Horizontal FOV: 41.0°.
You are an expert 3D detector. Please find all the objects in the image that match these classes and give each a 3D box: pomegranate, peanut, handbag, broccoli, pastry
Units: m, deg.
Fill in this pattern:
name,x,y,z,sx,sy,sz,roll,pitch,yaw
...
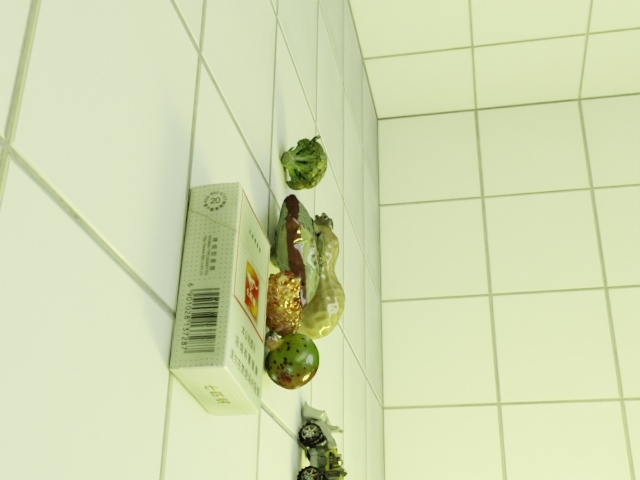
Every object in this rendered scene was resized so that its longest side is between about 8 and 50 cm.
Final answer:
name,x,y,z,sx,sy,sz,roll,pitch,yaw
pomegranate,-0.066,0.253,1.809,0.130,0.130,0.130,-4,90,-80
peanut,-0.004,0.100,2.117,0.120,0.136,0.298,-27,-122,52
handbag,-0.052,0.020,1.927,0.235,0.127,0.213,-99,178,-73
broccoli,-0.041,-0.189,2.119,0.120,0.131,0.130,9,75,-37
pastry,-0.083,0.127,1.823,0.063,0.087,0.169,-109,-160,-54

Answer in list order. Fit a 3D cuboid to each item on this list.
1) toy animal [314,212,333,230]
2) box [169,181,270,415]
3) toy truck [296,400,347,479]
name,x,y,z,sx,sy,sz,roll,pitch,yaw
toy animal,-0.018,0.000,2.287,0.220,0.086,0.069,105,-10,-63
box,-0.157,0.097,1.410,0.210,0.095,0.330,70,17,-57
toy truck,0.008,0.529,2.071,0.136,0.111,0.286,72,12,-47
